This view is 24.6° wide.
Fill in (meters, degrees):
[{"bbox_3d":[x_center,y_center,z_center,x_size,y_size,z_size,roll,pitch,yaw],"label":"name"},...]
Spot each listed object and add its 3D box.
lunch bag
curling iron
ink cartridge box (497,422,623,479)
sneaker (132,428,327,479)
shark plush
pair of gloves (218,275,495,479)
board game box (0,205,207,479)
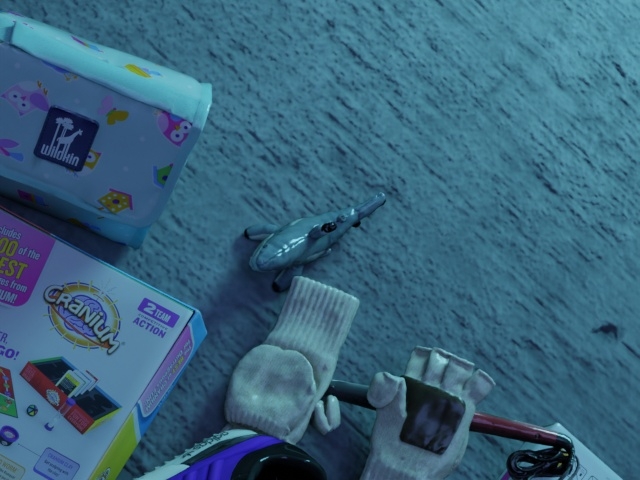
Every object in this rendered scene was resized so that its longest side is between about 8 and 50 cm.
[{"bbox_3d":[-0.228,-0.110,1.350,0.223,0.262,0.160,23,73,-11],"label":"lunch bag"},{"bbox_3d":[0.128,0.187,1.468,0.274,0.035,0.068,20,63,6],"label":"curling iron"},{"bbox_3d":[0.189,0.378,1.465,0.176,0.069,0.371,42,69,-3],"label":"ink cartridge box"},{"bbox_3d":[-0.110,0.255,1.259,0.293,0.146,0.102,-33,113,-37],"label":"sneaker"},{"bbox_3d":[0.000,0.000,1.492,0.161,0.067,0.073,-15,82,-18],"label":"shark plush"},{"bbox_3d":[0.028,0.166,1.441,0.240,0.042,0.204,29,80,10],"label":"pair of gloves"},{"bbox_3d":[-0.287,0.151,1.338,0.242,0.064,0.316,27,71,14],"label":"board game box"}]
